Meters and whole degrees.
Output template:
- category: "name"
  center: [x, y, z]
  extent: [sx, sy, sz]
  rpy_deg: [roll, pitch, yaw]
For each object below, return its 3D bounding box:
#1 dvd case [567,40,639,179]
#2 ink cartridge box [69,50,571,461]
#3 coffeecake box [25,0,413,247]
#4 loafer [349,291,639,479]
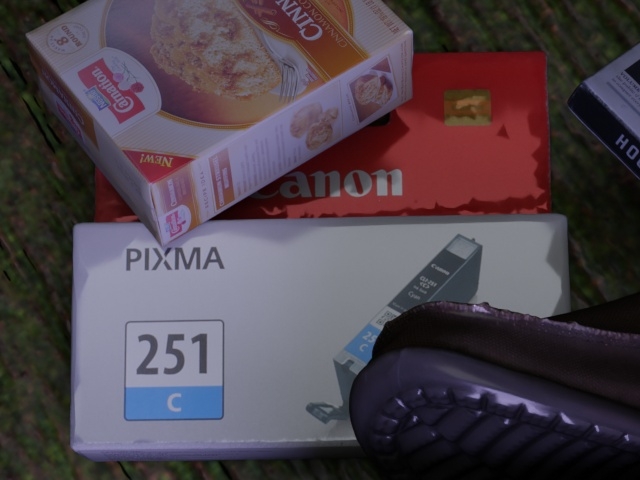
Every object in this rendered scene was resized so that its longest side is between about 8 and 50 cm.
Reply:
- category: "dvd case"
  center: [0.281, -0.074, 1.052]
  extent: [0.238, 0.029, 0.179]
  rpy_deg: [-35, 75, -34]
- category: "ink cartridge box"
  center: [0.000, 0.000, 1.081]
  extent: [0.296, 0.066, 0.261]
  rpy_deg: [-1, 76, 2]
- category: "coffeecake box"
  center: [-0.060, -0.105, 1.077]
  extent: [0.185, 0.068, 0.142]
  rpy_deg: [-32, 60, -17]
- category: "loafer"
  center: [0.173, 0.088, 0.979]
  extent: [0.366, 0.134, 0.130]
  rpy_deg: [15, 54, -29]
